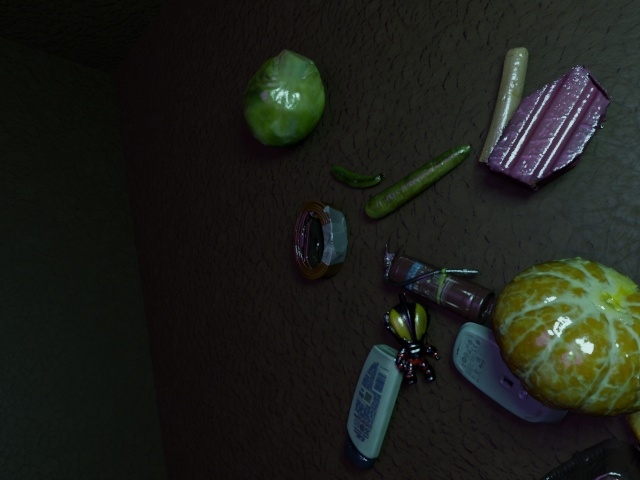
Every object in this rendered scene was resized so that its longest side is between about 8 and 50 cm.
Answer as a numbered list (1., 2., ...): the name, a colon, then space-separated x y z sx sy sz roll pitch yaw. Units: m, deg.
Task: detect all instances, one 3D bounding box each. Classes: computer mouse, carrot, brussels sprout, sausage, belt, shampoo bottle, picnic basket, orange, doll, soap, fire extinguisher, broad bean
1. computer mouse: 0.456 0.312 1.075 0.288 0.097 0.159 35 129 45
2. carrot: 0.276 -0.167 1.294 0.359 0.074 0.074 -33 66 32
3. brussels sprout: -0.136 -0.487 1.548 0.344 0.268 0.343 -13 72 44
4. sausage: 0.472 -0.338 1.142 0.066 0.066 0.301 18 101 41
5. belt: 0.000 0.000 1.496 0.184 0.105 0.261 7 91 39
6. shampoo bottle: 0.153 0.492 1.339 0.134 0.078 0.359 24 102 45
7. picnic basket: 0.577 0.574 0.927 0.297 0.129 0.222 -50 56 25
8. orange: 0.515 0.192 0.899 0.329 0.329 0.249 50 155 32
9. doll: 0.256 0.268 1.242 0.088 0.127 0.248 -19 77 58
10. soap: 0.533 -0.258 1.030 0.182 0.112 0.289 31 101 25
11. fire extinguisher: 0.302 0.102 1.228 0.341 0.105 0.141 26 87 39
12. broad bean: 0.119 -0.207 1.453 0.227 0.039 0.069 11 100 40

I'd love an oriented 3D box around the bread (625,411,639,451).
1. bread: 0.671 0.369 0.840 0.169 0.160 0.140 44 114 34
